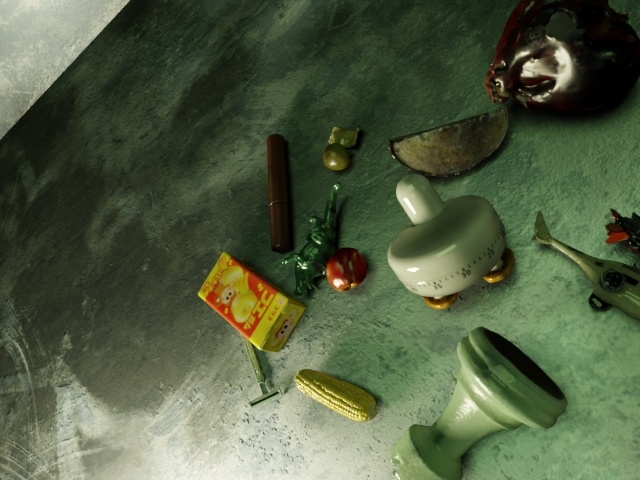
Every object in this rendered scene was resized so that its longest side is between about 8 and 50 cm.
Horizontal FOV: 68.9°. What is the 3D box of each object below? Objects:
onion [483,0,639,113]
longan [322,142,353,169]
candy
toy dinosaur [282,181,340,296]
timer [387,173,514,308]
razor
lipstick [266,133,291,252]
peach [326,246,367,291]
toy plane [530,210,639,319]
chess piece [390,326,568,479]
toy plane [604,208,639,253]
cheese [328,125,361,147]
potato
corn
[{"bbox_3d":[0.490,-0.372,0.925,0.281,0.221,0.280,0,90,14],"label":"onion"},{"bbox_3d":[0.048,-0.222,1.225,0.083,0.075,0.075,-21,58,-10],"label":"longan"},{"bbox_3d":[-0.184,0.155,1.209,0.276,0.088,0.146,29,88,36],"label":"candy"},{"bbox_3d":[-0.016,-0.001,1.174,0.120,0.079,0.291,4,77,27],"label":"toy dinosaur"},{"bbox_3d":[0.235,-0.010,0.924,0.234,0.240,0.233,-33,16,11],"label":"timer"},{"bbox_3d":[-0.165,0.313,1.178,0.084,0.035,0.211,-24,52,-5],"label":"razor"},{"bbox_3d":[-0.117,-0.138,1.297,0.057,0.057,0.356,-17,65,25],"label":"lipstick"},{"bbox_3d":[0.058,0.065,1.093,0.101,0.101,0.100,-11,67,28],"label":"peach"},{"bbox_3d":[0.500,0.050,0.838,0.108,0.092,0.286,-42,54,-14],"label":"toy plane"},{"bbox_3d":[0.259,0.322,0.833,0.299,0.195,0.194,-53,54,15],"label":"chess piece"},{"bbox_3d":[0.588,0.006,0.801,0.189,0.130,0.061,27,130,21],"label":"toy plane"},{"bbox_3d":[0.066,-0.278,1.247,0.084,0.041,0.060,11,86,23],"label":"cheese"},{"bbox_3d":[0.293,-0.216,1.074,0.262,0.100,0.120,-13,104,12],"label":"potato"},{"bbox_3d":[0.033,0.337,1.022,0.207,0.067,0.067,13,80,34],"label":"corn"}]
